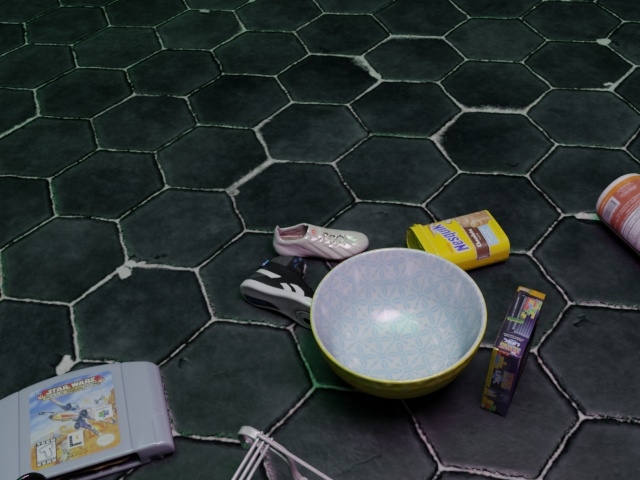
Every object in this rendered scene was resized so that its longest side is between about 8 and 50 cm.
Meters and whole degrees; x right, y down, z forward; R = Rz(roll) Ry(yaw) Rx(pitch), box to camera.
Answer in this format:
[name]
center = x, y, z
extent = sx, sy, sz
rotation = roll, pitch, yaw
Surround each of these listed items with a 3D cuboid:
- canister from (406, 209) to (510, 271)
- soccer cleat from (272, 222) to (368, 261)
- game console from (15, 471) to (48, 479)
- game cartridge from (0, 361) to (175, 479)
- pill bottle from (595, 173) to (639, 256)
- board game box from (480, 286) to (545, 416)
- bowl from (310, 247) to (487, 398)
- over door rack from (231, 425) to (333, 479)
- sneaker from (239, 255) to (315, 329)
[canister]
center = 0.274, 0.008, 1.451
extent = 0.170, 0.073, 0.126
rotation = -14, 45, -12
[soccer cleat]
center = 0.000, 0.000, 1.478
extent = 0.196, 0.076, 0.068
rotation = -3, 44, 2
[game console]
center = -0.393, 0.500, 0.923
extent = 0.250, 0.173, 0.293
rotation = 30, 54, 31
[game cartridge]
center = -0.405, 0.308, 1.212
extent = 0.297, 0.062, 0.198
rotation = -15, 49, -10
[pill bottle]
center = 0.652, -0.025, 1.418
extent = 0.121, 0.121, 0.216
rotation = -19, 46, -14
[board game box]
center = 0.315, 0.183, 1.194
extent = 0.048, 0.170, 0.141
rotation = 18, 49, 19
[bowl]
center = 0.129, 0.165, 1.238
extent = 0.290, 0.156, 0.289
rotation = -2, 44, 2
[over door rack]
center = -0.029, 0.440, 1.016
extent = 0.324, 0.108, 0.239
rotation = 25, 52, 10
[sneaker]
center = -0.036, 0.087, 1.388
extent = 0.217, 0.079, 0.121
rotation = 20, 50, 25
